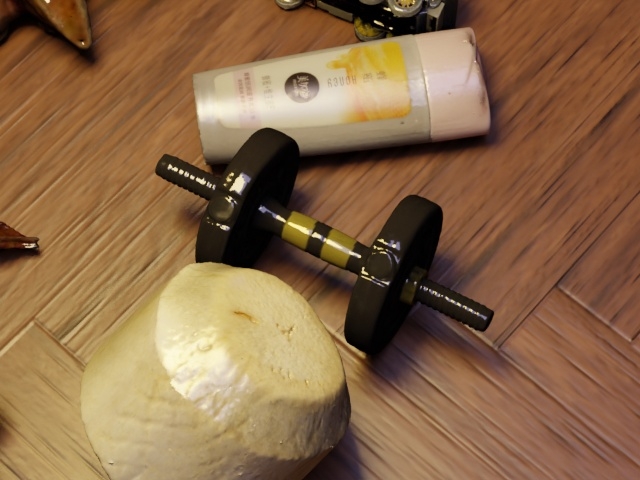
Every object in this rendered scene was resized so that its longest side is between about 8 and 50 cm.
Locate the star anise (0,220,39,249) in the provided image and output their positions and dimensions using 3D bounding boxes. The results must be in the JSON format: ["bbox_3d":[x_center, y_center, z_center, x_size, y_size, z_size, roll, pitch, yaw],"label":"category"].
[{"bbox_3d":[-0.364,-0.025,1.521,0.158,0.144,0.140,-32,113,-4],"label":"star anise"}]

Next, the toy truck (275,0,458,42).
[{"bbox_3d":[0.041,-0.252,1.585,0.192,0.083,0.092,24,69,11],"label":"toy truck"}]

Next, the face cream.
[{"bbox_3d":[0.019,-0.131,1.537,0.269,0.073,0.107,-7,74,-2],"label":"face cream"}]

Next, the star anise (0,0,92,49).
[{"bbox_3d":[-0.300,-0.310,1.615,0.315,0.108,0.315,-2,63,4],"label":"star anise"}]

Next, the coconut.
[{"bbox_3d":[-0.092,0.134,1.352,0.202,0.222,0.202,27,37,-23],"label":"coconut"}]

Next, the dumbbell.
[{"bbox_3d":[0.000,0.000,1.437,0.325,0.143,0.143,25,69,13],"label":"dumbbell"}]
